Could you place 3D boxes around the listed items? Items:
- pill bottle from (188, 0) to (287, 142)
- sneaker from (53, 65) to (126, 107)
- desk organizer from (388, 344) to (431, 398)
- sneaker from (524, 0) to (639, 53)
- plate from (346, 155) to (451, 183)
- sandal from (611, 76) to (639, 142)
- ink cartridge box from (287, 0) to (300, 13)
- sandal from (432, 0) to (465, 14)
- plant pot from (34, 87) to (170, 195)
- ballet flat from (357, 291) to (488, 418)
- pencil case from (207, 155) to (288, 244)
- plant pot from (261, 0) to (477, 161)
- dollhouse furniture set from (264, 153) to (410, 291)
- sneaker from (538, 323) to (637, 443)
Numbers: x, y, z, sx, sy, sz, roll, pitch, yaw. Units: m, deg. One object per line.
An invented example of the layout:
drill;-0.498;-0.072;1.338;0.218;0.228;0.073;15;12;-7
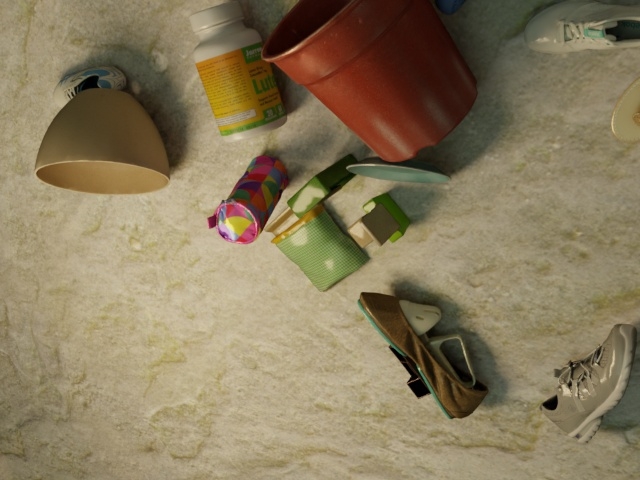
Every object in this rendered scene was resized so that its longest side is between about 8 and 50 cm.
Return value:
pill bottle;-0.164;-0.325;1.282;0.136;0.136;0.245;-6;112;34
sneaker;-0.554;-0.352;1.544;0.237;0.086;0.085;-5;113;35
desk organizer;0.198;0.274;1.435;0.047;0.050;0.130;-35;93;39
sneaker;0.399;-0.310;0.969;0.212;0.094;0.080;4;118;30
plate;0.140;-0.128;1.187;0.188;0.188;0.024;6;89;29
sandal;0.517;-0.220;0.954;0.088;0.079;0.240;48;129;1
ink cartridge box;0.043;-0.431;1.156;0.097;0.046;0.207;51;129;-3
sandal;0.292;-0.435;0.955;0.138;0.126;0.317;48;131;-4
plant pot;-0.477;-0.226;1.475;0.284;0.284;0.190;-7;78;34
ballet flat;0.224;0.214;1.361;0.124;0.116;0.342;-37;93;19
pencil case;-0.139;-0.085;1.331;0.104;0.236;0.104;7;120;12
plant pot;0.094;-0.284;1.051;0.272;0.272;0.265;-23;123;38
dollhouse furniture set;0.000;0.000;1.345;0.197;0.151;0.301;50;130;-1
sneaker;0.486;0.258;1.213;0.115;0.105;0.281;25;126;18
